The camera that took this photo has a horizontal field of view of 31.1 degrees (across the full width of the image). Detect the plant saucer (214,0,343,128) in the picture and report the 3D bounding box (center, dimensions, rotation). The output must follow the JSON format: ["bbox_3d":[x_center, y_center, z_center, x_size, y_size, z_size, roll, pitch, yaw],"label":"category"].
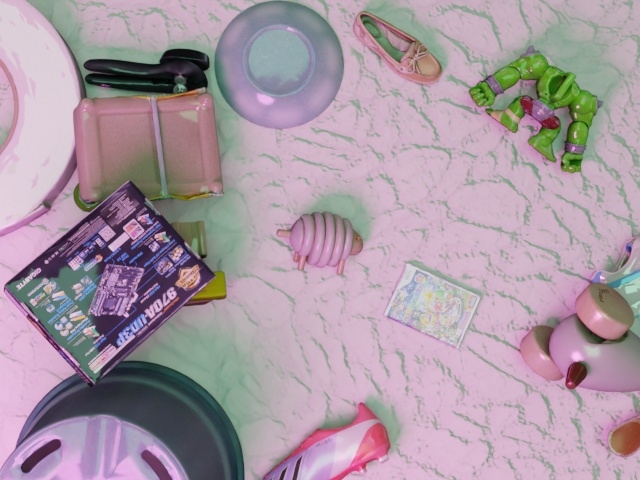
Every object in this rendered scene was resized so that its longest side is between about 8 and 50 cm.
[{"bbox_3d":[-0.061,-0.264,1.704,0.195,0.037,0.195,0,88,-1],"label":"plant saucer"}]

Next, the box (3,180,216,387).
[{"bbox_3d":[-0.276,0.055,1.518,0.220,0.051,0.175,-43,93,-18],"label":"box"}]

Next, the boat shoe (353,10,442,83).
[{"bbox_3d":[0.115,-0.286,1.704,0.153,0.048,0.056,39,87,0],"label":"boat shoe"}]

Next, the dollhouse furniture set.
[{"bbox_3d":[-0.248,-0.052,1.653,0.197,0.151,0.301,-4,81,-16],"label":"dollhouse furniture set"}]

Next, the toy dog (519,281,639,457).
[{"bbox_3d":[0.445,0.205,1.620,0.333,0.161,0.220,17,129,5],"label":"toy dog"}]

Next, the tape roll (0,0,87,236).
[{"bbox_3d":[-0.533,-0.186,1.668,0.392,0.072,0.392,0,88,-2],"label":"tape roll"}]

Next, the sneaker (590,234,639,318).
[{"bbox_3d":[0.504,0.020,1.684,0.228,0.087,0.092,-37,88,-5],"label":"sneaker"}]

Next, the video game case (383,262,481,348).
[{"bbox_3d":[0.166,0.097,1.707,0.122,0.011,0.087,24,87,0],"label":"video game case"}]

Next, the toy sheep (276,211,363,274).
[{"bbox_3d":[0.000,0.000,1.670,0.132,0.091,0.091,6,87,-20],"label":"toy sheep"}]

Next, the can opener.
[{"bbox_3d":[-0.256,-0.242,1.694,0.186,0.073,0.059,-2,126,1],"label":"can opener"}]

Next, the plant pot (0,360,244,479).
[{"bbox_3d":[-0.274,0.340,1.522,0.341,0.334,0.341,0,88,-3],"label":"plant pot"}]

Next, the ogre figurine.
[{"bbox_3d":[0.328,-0.196,1.685,0.197,0.097,0.118,39,98,11],"label":"ogre figurine"}]

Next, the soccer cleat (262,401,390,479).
[{"bbox_3d":[-0.016,0.326,1.663,0.248,0.083,0.095,-27,73,-3],"label":"soccer cleat"}]

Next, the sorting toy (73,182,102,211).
[{"bbox_3d":[-0.320,-0.085,1.684,0.102,0.042,0.061,-33,89,-3],"label":"sorting toy"}]
